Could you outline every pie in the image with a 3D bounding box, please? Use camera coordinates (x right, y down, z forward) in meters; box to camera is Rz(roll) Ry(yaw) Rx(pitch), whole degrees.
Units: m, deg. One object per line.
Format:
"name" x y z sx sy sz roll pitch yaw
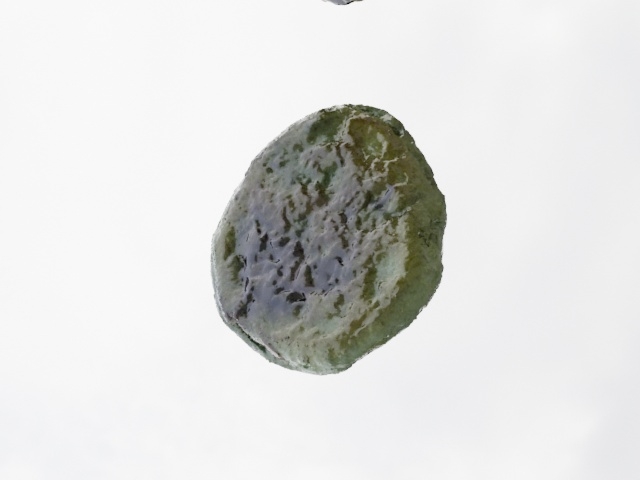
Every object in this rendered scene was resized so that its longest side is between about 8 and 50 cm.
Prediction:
"pie" 0.000 0.000 1.538 0.070 0.323 0.323 37 -121 -53

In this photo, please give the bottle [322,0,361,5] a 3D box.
"bottle" -0.072 -0.286 1.034 0.351 0.171 0.172 8 -99 -41
